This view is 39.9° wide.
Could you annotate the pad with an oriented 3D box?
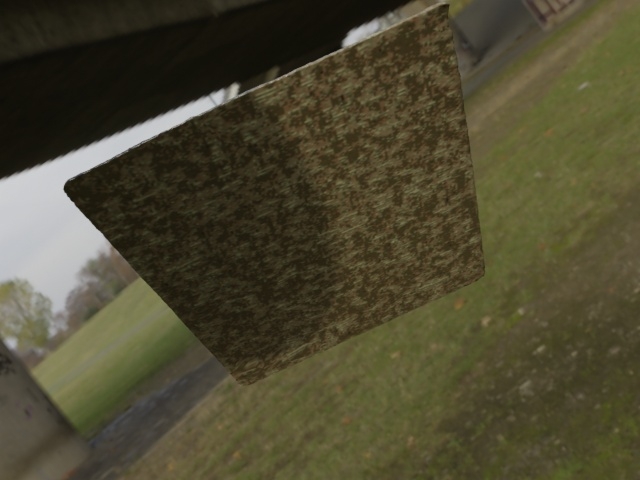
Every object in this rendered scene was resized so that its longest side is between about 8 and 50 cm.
[{"bbox_3d":[0.000,0.000,0.415,0.158,0.003,0.235,-25,-30,1],"label":"pad"}]
